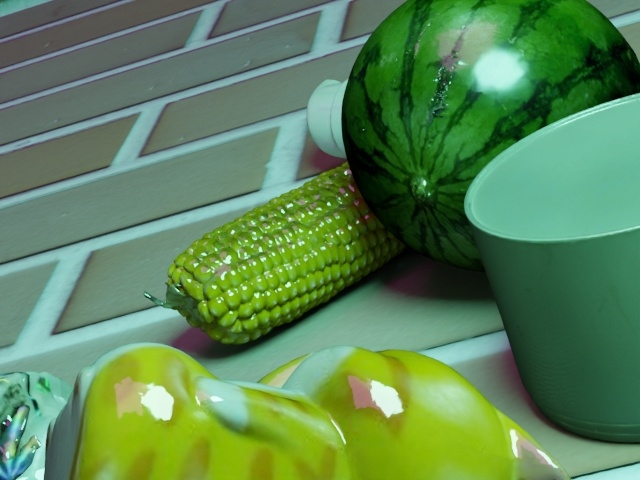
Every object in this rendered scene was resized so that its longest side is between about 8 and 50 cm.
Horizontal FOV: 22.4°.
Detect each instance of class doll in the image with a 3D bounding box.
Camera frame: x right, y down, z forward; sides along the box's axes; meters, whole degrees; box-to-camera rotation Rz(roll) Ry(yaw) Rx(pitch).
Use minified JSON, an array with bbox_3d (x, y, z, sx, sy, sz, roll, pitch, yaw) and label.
[{"bbox_3d":[-0.023,0.130,0.849,0.270,0.162,0.166,-9,-17,-22],"label":"doll"}]

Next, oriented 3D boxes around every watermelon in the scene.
[{"bbox_3d":[0.136,-0.090,1.257,0.242,0.242,0.242,-17,22,7],"label":"watermelon"}]

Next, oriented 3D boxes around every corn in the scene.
[{"bbox_3d":[0.000,0.000,1.354,0.310,0.101,0.101,-26,22,-27],"label":"corn"}]

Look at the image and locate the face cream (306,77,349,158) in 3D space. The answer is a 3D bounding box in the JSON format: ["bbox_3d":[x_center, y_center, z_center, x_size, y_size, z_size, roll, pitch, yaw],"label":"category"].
[{"bbox_3d":[0.125,-0.116,1.510,0.345,0.102,0.102,1,30,44],"label":"face cream"}]

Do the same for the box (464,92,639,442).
[{"bbox_3d":[0.222,0.009,1.057,0.226,0.149,0.226,-18,22,7],"label":"box"}]

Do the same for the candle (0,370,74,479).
[{"bbox_3d":[-0.209,0.176,1.003,0.330,0.187,0.187,-10,24,21],"label":"candle"}]
